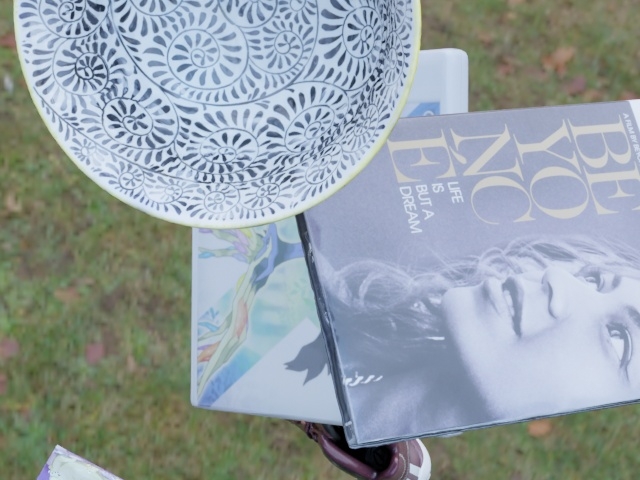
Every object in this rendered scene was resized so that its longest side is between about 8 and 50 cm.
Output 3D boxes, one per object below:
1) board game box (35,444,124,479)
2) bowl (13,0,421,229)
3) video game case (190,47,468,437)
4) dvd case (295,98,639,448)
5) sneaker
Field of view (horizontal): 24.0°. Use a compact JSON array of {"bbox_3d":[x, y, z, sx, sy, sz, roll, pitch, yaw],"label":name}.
[{"bbox_3d":[-0.143,0.280,1.373,0.208,0.347,0.056,31,74,7],"label":"board game box"},{"bbox_3d":[-0.036,-0.095,0.637,0.170,0.170,0.080,21,16,8],"label":"bowl"},{"bbox_3d":[0.000,0.000,1.355,0.300,0.328,0.036,1,2,39],"label":"video game case"},{"bbox_3d":[0.100,0.010,0.759,0.221,0.018,0.164,-6,70,-21],"label":"dvd case"},{"bbox_3d":[0.000,0.169,1.640,0.281,0.162,0.106,37,87,19],"label":"sneaker"}]
